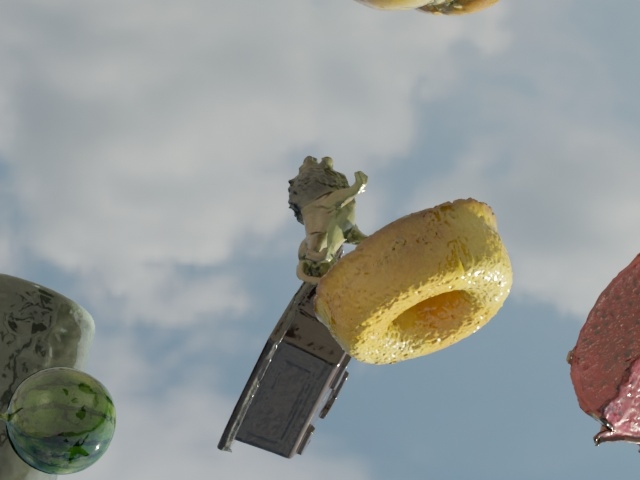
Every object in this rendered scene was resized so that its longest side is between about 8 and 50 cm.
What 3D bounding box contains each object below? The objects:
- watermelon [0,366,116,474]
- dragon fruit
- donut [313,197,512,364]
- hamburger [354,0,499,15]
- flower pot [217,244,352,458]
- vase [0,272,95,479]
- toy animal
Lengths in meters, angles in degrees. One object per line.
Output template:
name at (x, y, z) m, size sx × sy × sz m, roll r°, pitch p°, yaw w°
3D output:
watermelon at (-0.235, 0.160, 1.700) m, size 0.109 × 0.109 × 0.109 m, roll 4°, pitch -151°, yaw -2°
dragon fruit at (0.388, 0.130, 2.189) m, size 0.161 × 0.274 × 0.126 m, roll 40°, pitch 172°, yaw -32°
donut at (0.072, 0.035, 1.394) m, size 0.152 × 0.152 × 0.058 m, roll -11°, pitch -123°, yaw -27°
hamburger at (0.096, -0.362, 1.835) m, size 0.170 × 0.289 × 0.314 m, roll 5°, pitch -177°, yaw -30°
flower pot at (-0.011, 0.128, 2.001) m, size 0.084 × 0.251 × 0.179 m, roll 31°, pitch -138°, yaw 5°
vase at (-0.356, 0.191, 2.005) m, size 0.245 × 0.245 × 0.291 m, roll 12°, pitch -110°, yaw 11°
toy animal at (0.016, -0.005, 1.708) m, size 0.086 × 0.069 × 0.219 m, roll -24°, pitch -151°, yaw 13°
